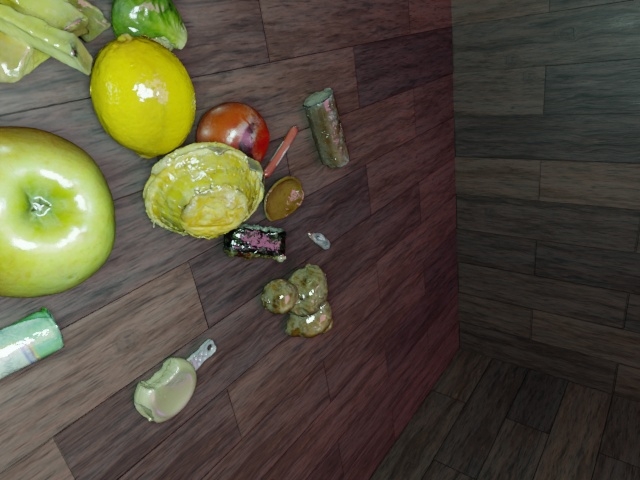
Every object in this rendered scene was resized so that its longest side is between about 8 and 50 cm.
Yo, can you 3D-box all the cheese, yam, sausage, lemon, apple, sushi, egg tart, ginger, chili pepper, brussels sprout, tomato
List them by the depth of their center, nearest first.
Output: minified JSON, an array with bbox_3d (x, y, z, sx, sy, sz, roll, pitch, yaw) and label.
[{"bbox_3d":[-0.548,-0.522,0.855,0.358,0.211,0.413,-27,119,-49],"label":"ginger"},{"bbox_3d":[-0.570,-0.050,0.856,0.338,0.305,0.339,-17,113,-48],"label":"apple"},{"bbox_3d":[-0.411,-0.334,1.054,0.236,0.236,0.263,-53,173,-30],"label":"lemon"},{"bbox_3d":[-0.412,-0.536,1.084,0.183,0.131,0.145,-21,121,-45],"label":"brussels sprout"},{"bbox_3d":[-0.300,-0.111,1.223,0.341,0.132,0.341,-19,140,-17],"label":"egg tart"},{"bbox_3d":[-0.249,-0.297,1.311,0.208,0.184,0.208,-15,109,-51],"label":"tomato"},{"bbox_3d":[-0.422,0.405,1.350,0.286,0.082,0.163,-49,134,-37],"label":"cheese"},{"bbox_3d":[-0.221,0.003,1.474,0.212,0.147,0.115,4,102,-35],"label":"sushi"},{"bbox_3d":[-0.141,-0.309,1.574,0.253,0.034,0.034,-61,139,-23],"label":"sausage"},{"bbox_3d":[0.024,-0.416,1.690,0.131,0.131,0.280,-47,133,-35],"label":"yam"},{"bbox_3d":[-0.060,0.250,1.715,0.256,0.176,0.375,-42,133,-15],"label":"ginger"},{"bbox_3d":[0.001,0.000,1.828,0.153,0.041,0.050,39,25,-49],"label":"chili pepper"}]

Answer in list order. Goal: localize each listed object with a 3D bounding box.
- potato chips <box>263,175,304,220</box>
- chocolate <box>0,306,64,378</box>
[{"bbox_3d":[-0.139,-0.153,1.601,0.202,0.049,0.150,-46,135,-38],"label":"potato chips"},{"bbox_3d":[-0.701,0.255,0.935,0.291,0.110,0.110,-32,123,-42],"label":"chocolate"}]
